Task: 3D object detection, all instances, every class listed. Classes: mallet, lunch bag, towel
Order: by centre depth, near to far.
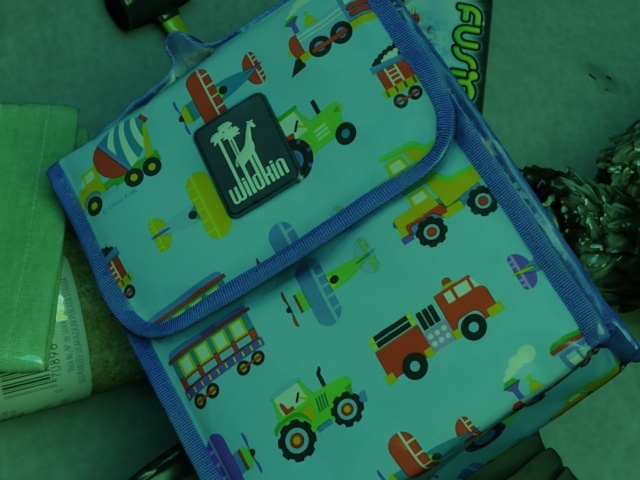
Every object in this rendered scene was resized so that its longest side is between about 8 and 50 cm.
[{"bbox_3d":[0.000,0.000,0.957,0.221,0.138,0.293,-35,72,10],"label":"lunch bag"},{"bbox_3d":[-0.307,-0.005,1.002,0.325,0.038,0.248,0,38,-1],"label":"towel"},{"bbox_3d":[-0.068,-0.114,1.180,0.062,0.039,0.190,-40,89,-22],"label":"mallet"}]

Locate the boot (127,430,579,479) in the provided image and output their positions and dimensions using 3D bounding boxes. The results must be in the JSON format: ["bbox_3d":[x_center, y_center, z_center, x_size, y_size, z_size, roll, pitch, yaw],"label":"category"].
[{"bbox_3d":[0.017,0.193,1.059,0.338,0.118,0.223,-29,85,-15],"label":"boot"}]

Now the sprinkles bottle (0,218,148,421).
[{"bbox_3d":[-0.239,0.062,1.039,0.355,0.121,0.121,-14,76,-16],"label":"sprinkles bottle"}]

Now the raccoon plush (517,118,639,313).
[{"bbox_3d":[0.252,-0.110,1.118,0.446,0.216,0.299,10,65,-28],"label":"raccoon plush"}]

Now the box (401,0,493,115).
[{"bbox_3d":[0.055,-0.104,1.192,0.114,0.036,0.207,10,68,-7],"label":"box"}]
